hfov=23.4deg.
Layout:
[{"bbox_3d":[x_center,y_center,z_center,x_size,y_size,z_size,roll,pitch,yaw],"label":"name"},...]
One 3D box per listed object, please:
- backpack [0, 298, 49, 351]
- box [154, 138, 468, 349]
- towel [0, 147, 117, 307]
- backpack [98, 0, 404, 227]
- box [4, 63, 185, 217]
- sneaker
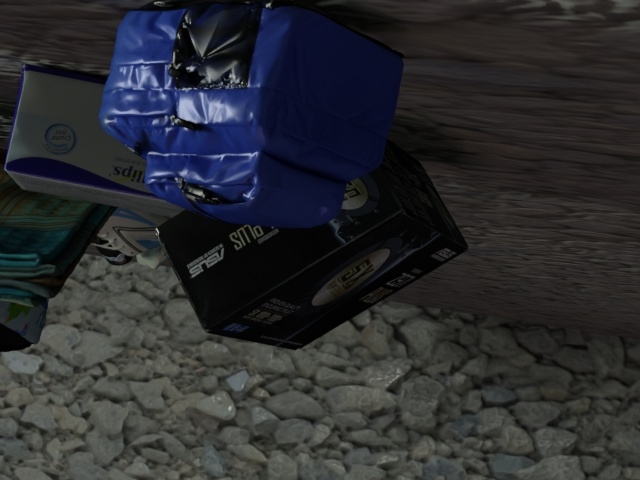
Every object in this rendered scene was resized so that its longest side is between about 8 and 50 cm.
[{"bbox_3d":[-0.474,0.029,1.992,0.290,0.273,0.355,6,153,17],"label":"backpack"},{"bbox_3d":[0.000,0.000,1.019,0.147,0.077,0.180,-31,164,11],"label":"box"},{"bbox_3d":[-0.317,-0.036,1.309,0.272,0.040,0.370,10,-165,1],"label":"towel"},{"bbox_3d":[-0.043,-0.060,0.699,0.120,0.101,0.098,11,170,39],"label":"backpack"},{"bbox_3d":[-0.139,-0.062,1.034,0.126,0.072,0.137,10,176,-6],"label":"box"},{"bbox_3d":[-0.232,-0.020,1.682,0.085,0.086,0.237,9,174,31],"label":"sneaker"}]
